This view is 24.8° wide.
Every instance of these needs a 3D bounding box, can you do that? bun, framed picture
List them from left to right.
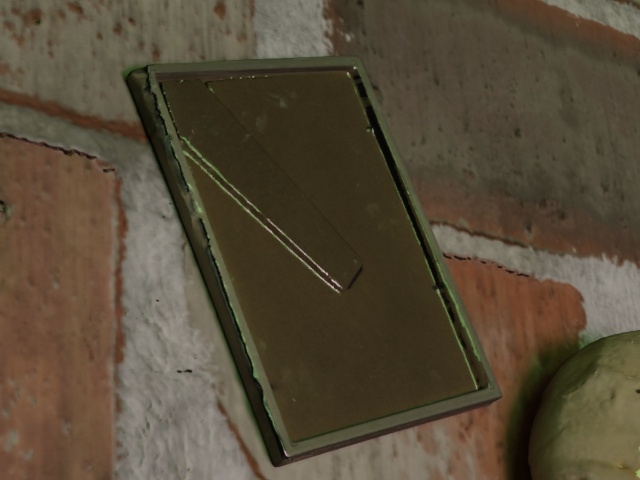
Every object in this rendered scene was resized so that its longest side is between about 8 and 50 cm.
[{"bbox_3d":[0.000,0.000,1.109,0.232,0.024,0.315,-8,71,-41],"label":"framed picture"},{"bbox_3d":[0.300,0.195,1.147,0.287,0.146,0.287,20,52,-27],"label":"bun"}]
